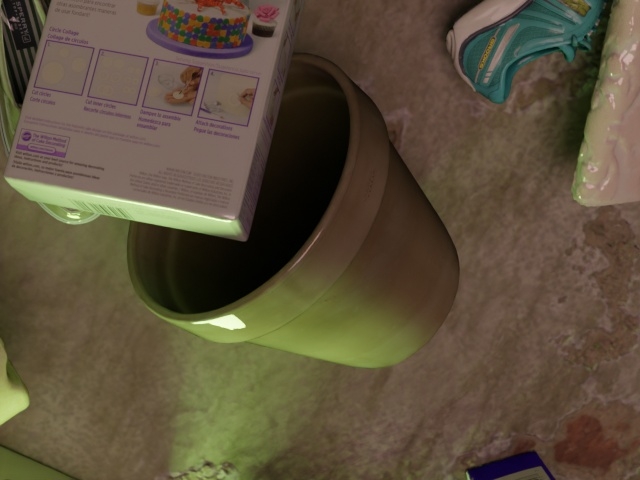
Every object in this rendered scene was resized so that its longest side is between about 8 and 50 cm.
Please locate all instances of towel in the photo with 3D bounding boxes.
[{"bbox_3d":[0.439,-0.210,1.714,0.317,0.053,0.331,-9,120,-32],"label":"towel"}]

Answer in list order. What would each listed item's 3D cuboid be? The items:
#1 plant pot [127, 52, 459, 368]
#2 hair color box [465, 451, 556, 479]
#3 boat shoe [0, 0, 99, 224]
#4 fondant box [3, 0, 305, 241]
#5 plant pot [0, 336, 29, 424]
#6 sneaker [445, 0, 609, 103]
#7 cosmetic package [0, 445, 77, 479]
[{"bbox_3d":[0.000,0.000,1.647,0.280,0.323,0.323,34,101,-38],"label":"plant pot"},{"bbox_3d":[0.283,0.468,1.937,0.110,0.185,0.338,-16,113,-6],"label":"hair color box"},{"bbox_3d":[-0.303,-0.146,1.612,0.109,0.094,0.302,-19,114,-5],"label":"boat shoe"},{"bbox_3d":[-0.155,-0.184,1.507,0.238,0.096,0.330,11,79,8],"label":"fondant box"},{"bbox_3d":[-0.491,0.149,1.590,0.305,0.334,0.334,-28,115,-14],"label":"plant pot"},{"bbox_3d":[0.274,-0.258,1.678,0.275,0.107,0.110,-36,77,12],"label":"sneaker"},{"bbox_3d":[-0.335,0.367,1.789,0.296,0.129,0.153,27,104,-20],"label":"cosmetic package"}]
